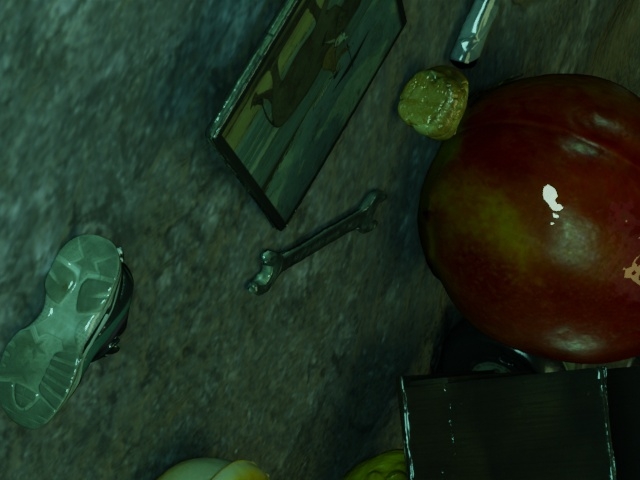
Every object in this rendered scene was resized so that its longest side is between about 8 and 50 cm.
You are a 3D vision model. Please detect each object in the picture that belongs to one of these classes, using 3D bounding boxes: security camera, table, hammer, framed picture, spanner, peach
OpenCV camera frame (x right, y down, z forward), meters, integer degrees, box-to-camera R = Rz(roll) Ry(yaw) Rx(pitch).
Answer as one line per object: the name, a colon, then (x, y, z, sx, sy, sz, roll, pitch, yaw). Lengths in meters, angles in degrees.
security camera: (0.315, 0.135, 2.178, 0.277, 0.197, 0.191, -47, 162, -45)
table: (0.285, 0.251, 1.849, 0.250, 0.282, 0.196, 6, 77, -54)
hammer: (0.232, -0.391, 1.633, 0.152, 0.044, 0.427, -3, 119, -64)
framed picture: (-0.002, -0.157, 1.361, 0.265, 0.016, 0.347, -60, 167, -8)
spanner: (0.000, 0.000, 1.603, 0.254, 0.015, 0.054, -30, 141, -50)
peach: (0.309, -0.028, 1.775, 0.370, 0.370, 0.370, -45, 151, -34)

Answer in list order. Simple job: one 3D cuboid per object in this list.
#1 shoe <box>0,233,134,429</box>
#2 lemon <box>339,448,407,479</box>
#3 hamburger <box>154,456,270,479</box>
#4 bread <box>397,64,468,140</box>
shoe: (-0.200, 0.081, 1.228, 0.169, 0.071, 0.099, -65, 159, -2)
lemon: (0.109, 0.386, 2.000, 0.204, 0.204, 0.260, -51, 160, -23)
hamburger: (-0.128, 0.334, 1.540, 0.237, 0.147, 0.237, -41, 149, -32)
bread: (0.125, -0.152, 1.622, 0.046, 0.081, 0.083, 2, 81, -54)
